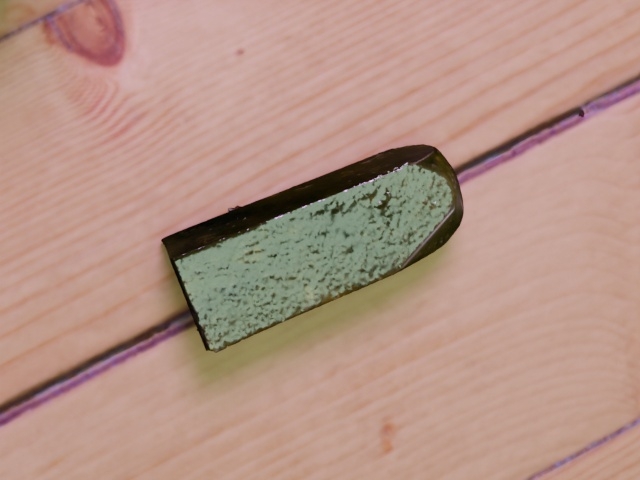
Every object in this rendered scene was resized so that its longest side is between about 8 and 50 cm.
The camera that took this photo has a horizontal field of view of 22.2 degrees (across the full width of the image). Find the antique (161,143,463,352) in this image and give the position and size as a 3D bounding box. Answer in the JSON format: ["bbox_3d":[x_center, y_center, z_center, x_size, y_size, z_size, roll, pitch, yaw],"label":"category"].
[{"bbox_3d":[0.000,0.000,1.213,0.221,0.081,0.080,-22,105,-7],"label":"antique"}]
